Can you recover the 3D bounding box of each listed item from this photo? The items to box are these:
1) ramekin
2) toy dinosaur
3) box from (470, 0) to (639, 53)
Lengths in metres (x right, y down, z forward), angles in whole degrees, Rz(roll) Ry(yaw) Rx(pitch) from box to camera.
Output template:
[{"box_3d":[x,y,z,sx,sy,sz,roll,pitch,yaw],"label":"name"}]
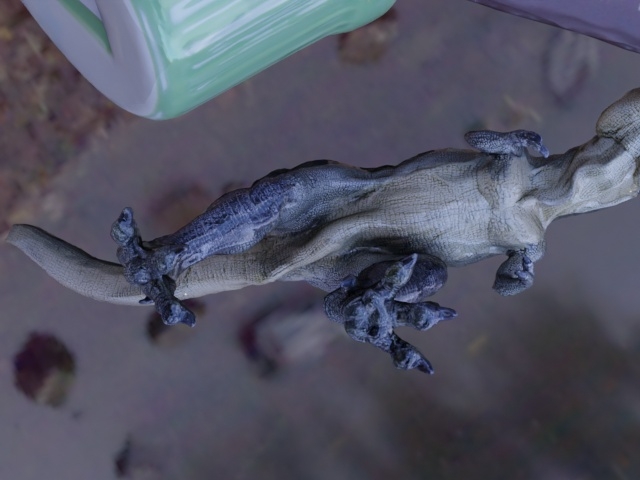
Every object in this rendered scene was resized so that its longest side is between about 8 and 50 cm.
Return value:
[{"box_3d":[-0.104,-0.213,1.073,0.148,0.303,0.303,-35,140,-15],"label":"ramekin"},{"box_3d":[0.000,0.000,0.627,0.268,0.118,0.064,-10,102,19],"label":"toy dinosaur"},{"box_3d":[-0.041,-0.189,0.493,0.381,0.143,0.191,15,106,-10],"label":"box"}]
